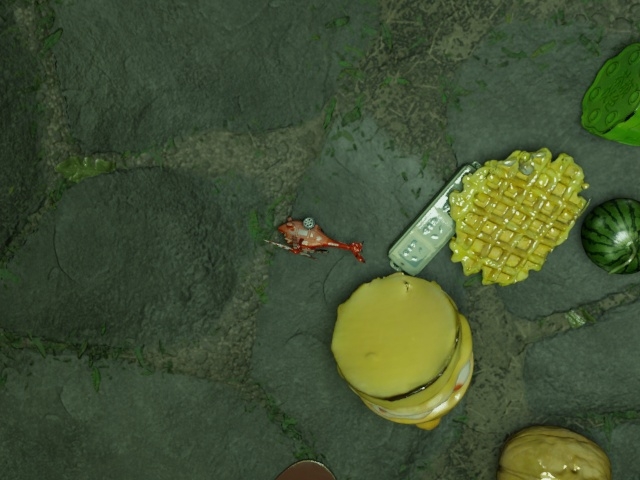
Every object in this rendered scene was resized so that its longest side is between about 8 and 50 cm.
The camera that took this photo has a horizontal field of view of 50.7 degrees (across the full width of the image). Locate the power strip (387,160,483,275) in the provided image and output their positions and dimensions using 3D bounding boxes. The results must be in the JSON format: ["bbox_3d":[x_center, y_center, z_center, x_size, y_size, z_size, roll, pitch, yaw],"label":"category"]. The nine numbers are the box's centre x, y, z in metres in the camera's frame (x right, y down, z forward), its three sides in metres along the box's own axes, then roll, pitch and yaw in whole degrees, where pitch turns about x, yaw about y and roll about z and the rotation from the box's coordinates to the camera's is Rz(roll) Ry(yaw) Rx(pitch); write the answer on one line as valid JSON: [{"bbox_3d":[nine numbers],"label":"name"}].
[{"bbox_3d":[0.235,-0.039,1.339,0.078,0.052,0.272,40,102,-4],"label":"power strip"}]

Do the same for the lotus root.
[{"bbox_3d":[0.593,-0.236,1.212,0.186,0.186,0.186,1,100,8],"label":"lotus root"}]

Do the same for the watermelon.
[{"bbox_3d":[0.554,0.000,1.231,0.140,0.187,0.141,2,110,7],"label":"watermelon"}]

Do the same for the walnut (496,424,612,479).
[{"bbox_3d":[0.459,0.465,1.327,0.221,0.195,0.195,7,100,0],"label":"walnut"}]

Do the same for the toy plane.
[{"bbox_3d":[-0.004,-0.003,1.346,0.194,0.126,0.077,4,68,43],"label":"toy plane"}]

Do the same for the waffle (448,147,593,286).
[{"bbox_3d":[0.373,-0.043,1.289,0.280,0.060,0.262,-17,115,1],"label":"waffle"}]

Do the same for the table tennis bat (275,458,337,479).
[{"bbox_3d":[-0.063,0.583,1.504,0.234,0.022,0.131,-43,92,11],"label":"table tennis bat"}]

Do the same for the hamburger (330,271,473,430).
[{"bbox_3d":[0.172,0.223,1.301,0.276,0.276,0.237,-25,138,11],"label":"hamburger"}]
